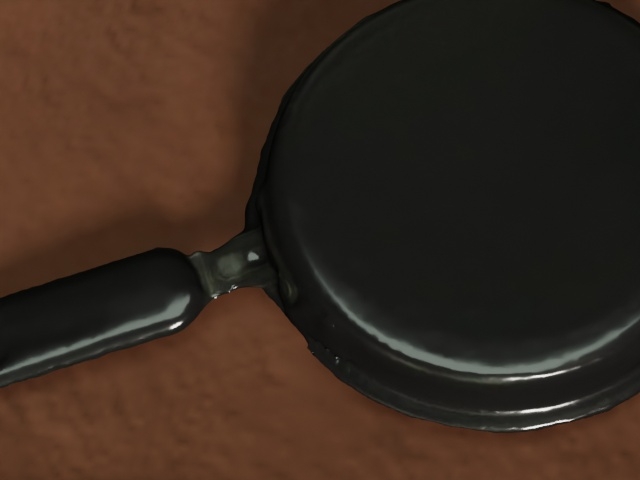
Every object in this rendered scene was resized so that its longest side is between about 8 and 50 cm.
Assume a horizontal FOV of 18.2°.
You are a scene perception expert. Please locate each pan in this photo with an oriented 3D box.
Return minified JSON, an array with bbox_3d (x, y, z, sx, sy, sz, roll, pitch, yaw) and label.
[{"bbox_3d":[0.000,0.000,0.546,0.235,0.028,0.136,-17,64,0],"label":"pan"}]
